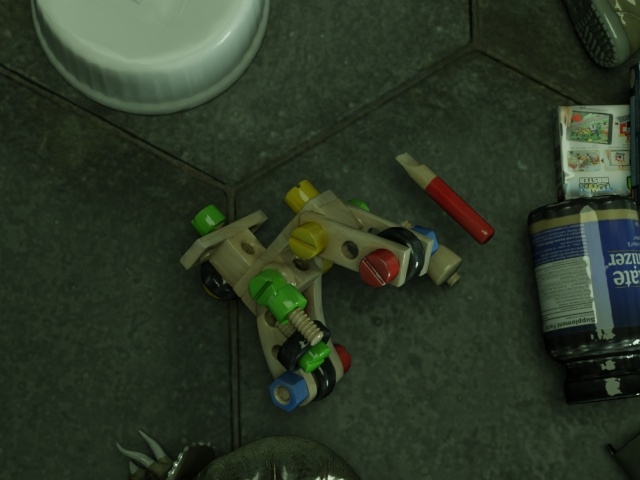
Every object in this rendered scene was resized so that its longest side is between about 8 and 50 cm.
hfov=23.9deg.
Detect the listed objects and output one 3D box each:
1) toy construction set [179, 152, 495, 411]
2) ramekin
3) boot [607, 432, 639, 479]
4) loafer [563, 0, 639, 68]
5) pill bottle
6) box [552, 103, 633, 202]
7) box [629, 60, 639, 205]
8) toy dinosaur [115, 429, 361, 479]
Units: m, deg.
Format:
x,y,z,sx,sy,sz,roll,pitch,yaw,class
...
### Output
x,y,z,sx,sy,sz,roll,pitch,yaw,class
0.000,0.000,1.635,0.309,0.257,0.237,-35,71,-28,toy construction set
-0.193,-0.290,1.692,0.277,0.135,0.277,0,81,-3,ramekin
0.422,0.235,1.646,0.198,0.077,0.137,-37,79,18,boot
0.315,-0.323,1.754,0.087,0.094,0.251,-22,88,-18,loafer
0.302,0.067,1.669,0.123,0.123,0.219,-7,82,-4,pill bottle
0.374,-0.099,1.741,0.207,0.036,0.114,-1,82,-3,box
0.467,-0.119,1.701,0.233,0.044,0.159,0,87,-3,box
-0.056,0.274,1.623,0.314,0.121,0.160,-8,95,0,toy dinosaur
